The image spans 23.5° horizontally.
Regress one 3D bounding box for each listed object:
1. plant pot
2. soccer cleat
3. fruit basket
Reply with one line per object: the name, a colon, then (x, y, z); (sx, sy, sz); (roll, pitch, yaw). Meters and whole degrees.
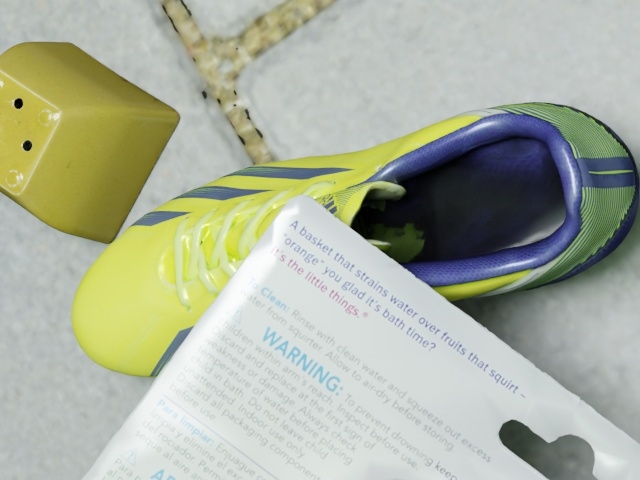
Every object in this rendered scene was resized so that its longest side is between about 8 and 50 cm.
plant pot: (-0.137, -0.052, 0.775); (0.081, 0.083, 0.081); (33, 101, 17)
soccer cleat: (0.000, -0.001, 0.701); (0.289, 0.121, 0.093); (-15, 84, 20)
fruit basket: (0.015, 0.215, 0.644); (0.327, 0.165, 0.353); (36, 88, 1)
